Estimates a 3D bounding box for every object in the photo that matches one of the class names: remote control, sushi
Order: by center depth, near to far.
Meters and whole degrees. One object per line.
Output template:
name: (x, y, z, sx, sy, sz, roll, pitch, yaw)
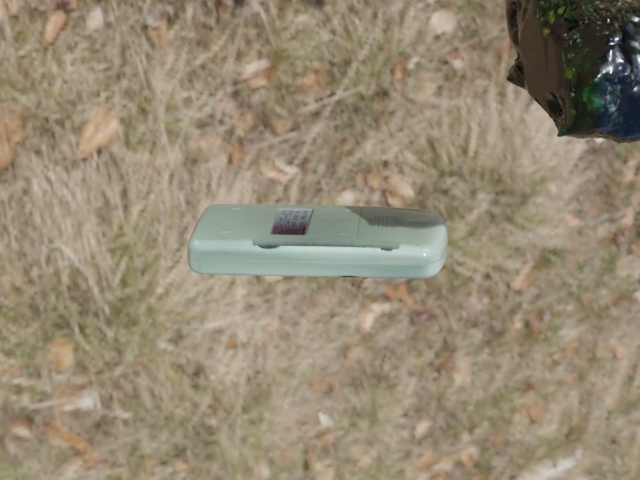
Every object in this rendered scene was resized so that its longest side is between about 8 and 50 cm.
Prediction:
sushi: (0.231, -0.175, 1.068, 0.127, 0.225, 0.124, -1, 129, -10)
remote control: (0.000, 0.000, 1.470, 0.296, 0.140, 0.056, 2, 114, 5)
